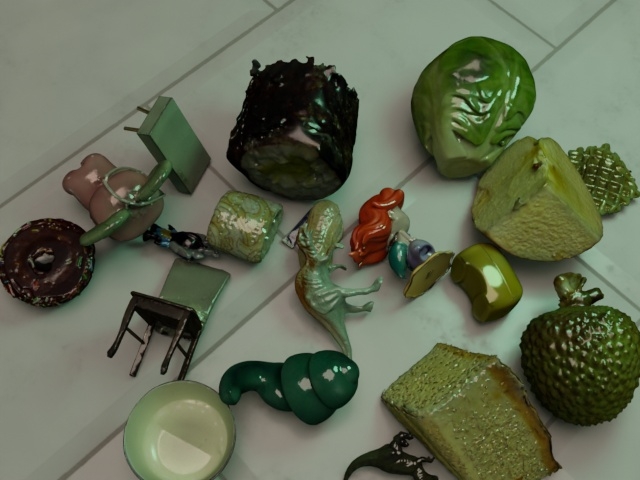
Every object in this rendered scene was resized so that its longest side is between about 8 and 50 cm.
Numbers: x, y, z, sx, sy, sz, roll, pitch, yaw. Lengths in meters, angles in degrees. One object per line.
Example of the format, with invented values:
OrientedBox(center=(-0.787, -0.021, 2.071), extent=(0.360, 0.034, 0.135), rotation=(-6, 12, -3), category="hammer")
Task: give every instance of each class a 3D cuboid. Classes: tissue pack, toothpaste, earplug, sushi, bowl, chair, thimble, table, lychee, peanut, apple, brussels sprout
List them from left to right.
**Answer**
OrientedBox(center=(-0.393, -0.242, 1.901), extent=(0.111, 0.240, 0.121), rotation=(12, 62, 26), category="table")
OrientedBox(center=(-0.338, 0.162, 1.729), extent=(0.160, 0.186, 0.319), rotation=(14, 66, 13), category="chair")
OrientedBox(center=(-0.295, 0.431, 1.626), extent=(0.238, 0.126, 0.237), rotation=(0, 64, -1), category="bowl")
OrientedBox(center=(-0.183, -0.044, 1.856), extent=(0.143, 0.137, 0.190), rotation=(19, 53, 7), category="thimble")
OrientedBox(center=(-0.056, 0.305, 1.646), extent=(0.280, 0.257, 0.164), rotation=(-22, 44, 21), category="earplug")
OrientedBox(center=(-0.064, -0.275, 1.888), extent=(0.299, 0.281, 0.294), rotation=(4, 64, 14), category="sushi")
OrientedBox(center=(-0.045, -0.040, 1.921), extent=(0.037, 0.021, 0.140), rotation=(34, 70, 13), category="toothpaste")
OrientedBox(center=(0.000, 0.000, 1.866), extent=(0.090, 0.098, 0.214), rotation=(-3, 59, 39), category="peanut")
OrientedBox(center=(0.382, -0.343, 1.943), extent=(0.289, 0.281, 0.354), rotation=(12, 81, -21), category="brussels sprout")
OrientedBox(center=(0.405, 0.096, 1.808), extent=(0.127, 0.123, 0.178), rotation=(-21, 66, -16), category="tissue pack")
OrientedBox(center=(0.532, -0.112, 1.850), extent=(0.314, 0.252, 0.309), rotation=(2, 30, 8), category="apple")
OrientedBox(center=(0.583, 0.247, 1.672), extent=(0.270, 0.270, 0.320), rotation=(15, 98, 6), category="lychee")

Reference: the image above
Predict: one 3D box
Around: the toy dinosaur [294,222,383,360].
OrientedBox(center=(0.043, 0.154, 1.770), extent=(0.205, 0.092, 0.393), rotation=(-1, 94, -3), category="toy dinosaur")

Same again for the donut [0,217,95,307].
OrientedBox(center=(-0.656, 0.060, 1.819), extent=(0.235, 0.089, 0.235), rotation=(1, 64, -2), category="donut")

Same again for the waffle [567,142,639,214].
OrientedBox(center=(0.725, -0.159, 1.979), extent=(0.208, 0.054, 0.214), rotation=(-21, 62, -7), category="waffle")

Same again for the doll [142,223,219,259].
OrientedBox(center=(-0.341, 0.005, 1.864), extent=(0.195, 0.070, 0.096), rotation=(17, 37, 11), category="doll")

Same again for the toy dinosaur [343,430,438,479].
OrientedBox(center=(0.158, 0.510, 1.621), extent=(0.187, 0.087, 0.179), rotation=(32, 66, 15), category="toy dinosaur")

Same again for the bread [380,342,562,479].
OrientedBox(center=(0.331, 0.405, 1.691), extent=(0.248, 0.279, 0.315), rotation=(-36, 113, -16), category="bread")

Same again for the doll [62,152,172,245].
OrientedBox(center=(-0.487, -0.103, 1.800), extent=(0.284, 0.268, 0.216), rotation=(-49, 113, -18), category="doll")

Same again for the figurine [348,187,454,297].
OrientedBox(center=(0.174, 0.002, 1.827), extent=(0.208, 0.181, 0.257), rotation=(-47, 63, 10), category="figurine")
